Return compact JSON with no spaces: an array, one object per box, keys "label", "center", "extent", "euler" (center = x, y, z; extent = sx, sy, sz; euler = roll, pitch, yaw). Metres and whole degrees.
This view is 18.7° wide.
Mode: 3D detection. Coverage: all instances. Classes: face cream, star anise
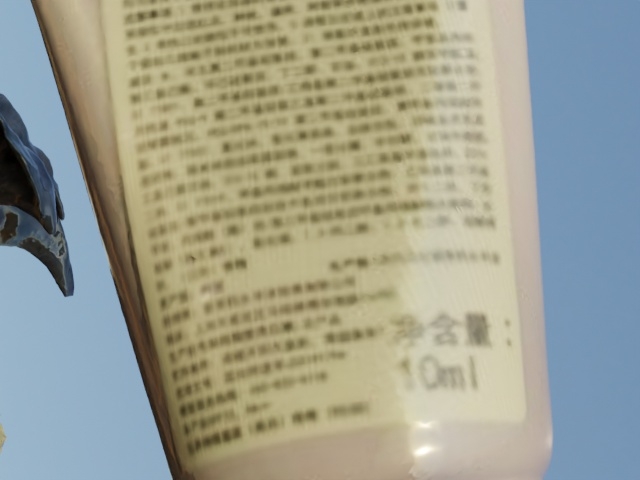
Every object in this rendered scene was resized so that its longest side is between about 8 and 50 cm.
[{"label":"face cream","center":[0.000,0.000,0.541],"extent":[0.096,0.154,0.274],"euler":[59,21,-78]},{"label":"star anise","center":[-0.171,-0.057,0.749],"extent":[0.204,0.061,0.180],"euler":[37,-10,2]}]

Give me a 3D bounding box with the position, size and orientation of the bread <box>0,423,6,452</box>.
[{"label":"bread","center":[-0.277,0.111,0.966],"extent":[0.337,0.183,0.102],"euler":[-64,153,-78]}]
